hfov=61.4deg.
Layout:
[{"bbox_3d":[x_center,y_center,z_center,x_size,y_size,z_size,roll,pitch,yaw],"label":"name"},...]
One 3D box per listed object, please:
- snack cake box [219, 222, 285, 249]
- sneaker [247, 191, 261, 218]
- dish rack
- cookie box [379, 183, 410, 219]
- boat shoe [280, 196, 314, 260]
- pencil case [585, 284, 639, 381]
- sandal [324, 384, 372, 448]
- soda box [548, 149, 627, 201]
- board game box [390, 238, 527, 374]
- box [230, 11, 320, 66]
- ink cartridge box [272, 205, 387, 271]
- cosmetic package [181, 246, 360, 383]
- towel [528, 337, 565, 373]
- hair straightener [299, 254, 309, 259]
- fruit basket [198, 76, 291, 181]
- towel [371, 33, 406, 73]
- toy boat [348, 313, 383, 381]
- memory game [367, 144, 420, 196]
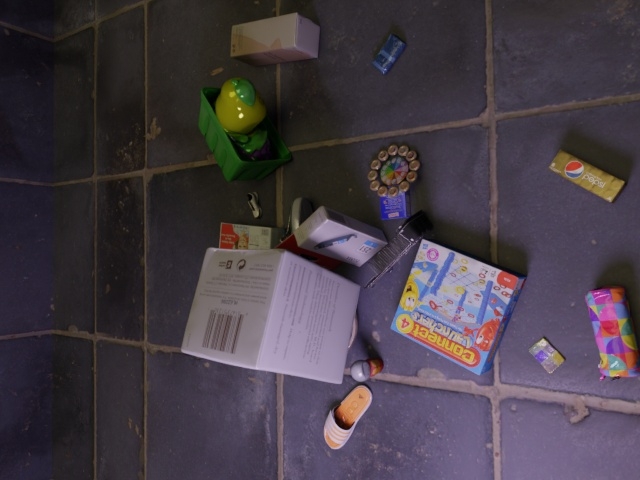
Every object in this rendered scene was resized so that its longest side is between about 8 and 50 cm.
[{"bbox_3d":[-0.265,0.016,2.058,0.264,0.089,0.152,7,95,35],"label":"snack cake box"},{"bbox_3d":[-0.260,-0.135,2.086,0.040,0.044,0.109,-22,78,30],"label":"sneaker"},{"bbox_3d":[0.224,0.035,1.655,0.074,0.208,0.271,46,116,10],"label":"dish rack"},{"bbox_3d":[0.240,-0.123,1.738,0.092,0.040,0.107,-5,85,34],"label":"cookie box"},{"bbox_3d":[-0.092,0.015,1.917,0.119,0.121,0.335,0,91,31],"label":"boat shoe"},{"bbox_3d":[0.735,0.231,1.355,0.104,0.104,0.236,-11,81,34],"label":"pencil case"},{"bbox_3d":[0.074,0.595,1.818,0.102,0.076,0.265,40,111,29],"label":"sandal"},{"bbox_3d":[0.698,-0.168,1.411,0.181,0.058,0.061,38,110,29],"label":"soda box"},{"bbox_3d":[0.399,0.187,1.594,0.308,0.086,0.302,24,102,33],"label":"board game box"},{"bbox_3d":[-0.168,-0.730,1.973,0.311,0.148,0.121,6,93,36],"label":"box"},{"bbox_3d":[0.027,0.026,1.728,0.261,0.296,0.066,-41,51,28],"label":"ink cartridge box"},{"bbox_3d":[-0.139,0.230,1.635,0.329,0.393,0.327,1,73,37],"label":"cosmetic package"},{"bbox_3d":[0.623,0.316,1.482,0.060,0.009,0.083,-49,64,24],"label":"towel"},{"bbox_3d":[0.000,0.000,1.853,0.230,0.089,0.047,-45,34,-15],"label":"hair straightener"},{"bbox_3d":[-0.274,-0.439,1.952,0.392,0.283,0.392,12,106,45],"label":"fruit basket"},{"bbox_3d":[0.224,-0.611,1.767,0.067,0.029,0.119,48,114,25],"label":"towel"},{"bbox_3d":[0.064,0.342,1.787,0.318,0.148,0.267,37,109,30],"label":"toy boat"},{"bbox_3d":[0.233,-0.224,1.731,0.186,0.012,0.186,-13,65,30],"label":"memory game"}]
